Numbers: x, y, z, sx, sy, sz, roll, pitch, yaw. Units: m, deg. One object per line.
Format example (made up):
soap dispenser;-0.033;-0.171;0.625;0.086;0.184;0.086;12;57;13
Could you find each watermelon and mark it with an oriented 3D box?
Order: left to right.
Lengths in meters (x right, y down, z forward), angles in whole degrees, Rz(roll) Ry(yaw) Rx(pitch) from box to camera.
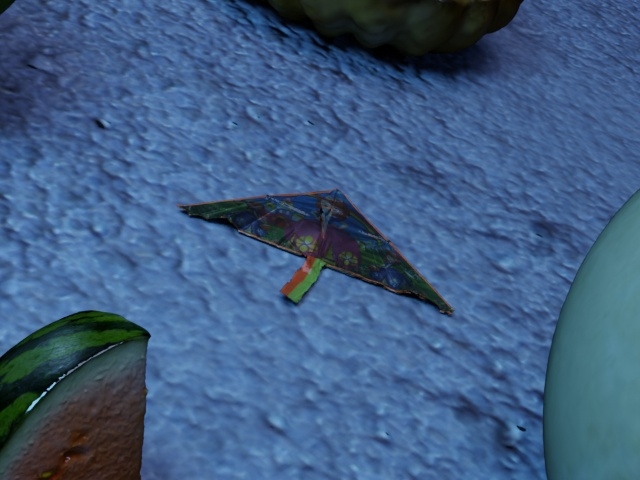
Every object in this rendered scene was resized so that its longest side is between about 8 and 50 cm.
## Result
watermelon;-0.121;0.102;0.577;0.094;0.125;0.135;44;55;-22

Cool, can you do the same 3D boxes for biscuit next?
biscuit;0.032;-0.267;1.211;0.326;0.107;0.325;14;33;-9

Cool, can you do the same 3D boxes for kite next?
kite;0.000;0.000;0.857;0.190;0.010;0.159;20;31;-3

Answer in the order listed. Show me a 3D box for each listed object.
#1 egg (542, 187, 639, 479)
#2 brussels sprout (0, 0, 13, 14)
egg;0.251;0.075;0.633;0.278;0.278;0.336;24;37;3
brussels sprout;-0.318;-0.225;0.776;0.274;0.242;0.316;-1;36;-43
